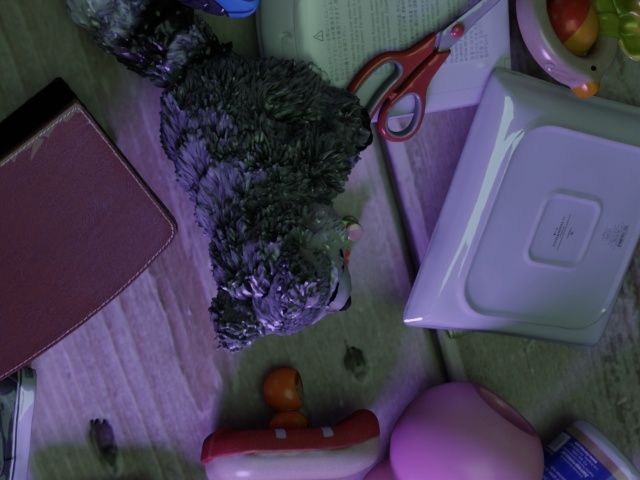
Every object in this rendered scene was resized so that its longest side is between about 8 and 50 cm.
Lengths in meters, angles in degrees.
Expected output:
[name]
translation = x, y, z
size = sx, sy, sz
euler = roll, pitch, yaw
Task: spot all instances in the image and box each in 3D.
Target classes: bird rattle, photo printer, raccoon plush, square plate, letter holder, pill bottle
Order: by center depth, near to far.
[raccoon plush]
translation = -0.142, -0.071, 1.493
size = 0.446, 0.299, 0.216
euler = 27, 135, -6
[letter holder]
translation = -0.343, -0.004, 1.544
size = 0.302, 0.152, 0.214
euler = -39, 114, -5
[photo printer]
translation = 0.074, -0.270, 1.624
size = 0.308, 0.107, 0.256
euler = -12, 110, -14
[bird rattle]
translation = 0.311, -0.294, 1.643
size = 0.253, 0.143, 0.207
euler = 47, 50, -31
[square plate]
translation = 0.305, -0.023, 1.742
size = 0.344, 0.049, 0.347
euler = 10, 107, -32
[pill bottle]
translation = 0.315, 0.386, 1.848
size = 0.265, 0.153, 0.153
euler = -42, 112, -2

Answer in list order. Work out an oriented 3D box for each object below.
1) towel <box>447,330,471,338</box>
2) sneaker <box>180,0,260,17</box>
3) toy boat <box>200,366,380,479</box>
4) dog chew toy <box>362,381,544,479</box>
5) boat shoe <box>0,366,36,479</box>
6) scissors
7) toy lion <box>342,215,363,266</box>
[towel]
translation = 0.219, 0.060, 1.800
size = 0.148, 0.027, 0.110
euler = -29, 111, -8
[sneaker]
translation = -0.186, -0.377, 1.458
size = 0.341, 0.125, 0.139
euler = 38, 79, 5
[toy boat]
translation = -0.038, 0.237, 1.723
size = 0.231, 0.151, 0.151
euler = 0, 75, -17
[dog chew toy]
translation = 0.141, 0.349, 1.767
size = 0.207, 0.206, 0.332
euler = 34, 101, -22
[boat shoe]
translation = -0.394, 0.260, 1.638
size = 0.070, 0.078, 0.219
euler = 5, 94, -19
[scissors]
translation = 0.141, -0.241, 1.575
size = 0.109, 0.021, 0.297
euler = 32, 103, -27
[toy lion]
translation = 0.000, 0.000, 1.717
size = 0.100, 0.034, 0.096
euler = 34, 100, -22
